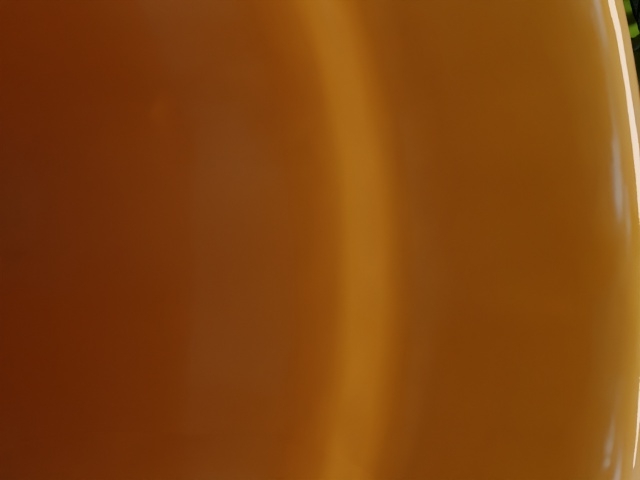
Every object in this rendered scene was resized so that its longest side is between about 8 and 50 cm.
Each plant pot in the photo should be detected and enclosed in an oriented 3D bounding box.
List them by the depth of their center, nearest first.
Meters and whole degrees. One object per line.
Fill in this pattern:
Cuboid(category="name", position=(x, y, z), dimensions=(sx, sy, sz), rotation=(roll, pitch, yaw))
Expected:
Cuboid(category="plant pot", position=(-0.082, 0.005, 0.280), dimensions=(0.188, 0.205, 0.205), rotation=(-2, -175, 36))

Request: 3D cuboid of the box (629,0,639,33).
Cuboid(category="box", position=(0.131, 0.016, 0.428), dimensions=(0.073, 0.295, 0.293), rotation=(-17, 174, 6))

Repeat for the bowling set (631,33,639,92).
Cuboid(category="bowling set", position=(0.123, -0.012, 0.770), dimensions=(0.154, 0.287, 0.200), rotation=(-12, 149, 24))
